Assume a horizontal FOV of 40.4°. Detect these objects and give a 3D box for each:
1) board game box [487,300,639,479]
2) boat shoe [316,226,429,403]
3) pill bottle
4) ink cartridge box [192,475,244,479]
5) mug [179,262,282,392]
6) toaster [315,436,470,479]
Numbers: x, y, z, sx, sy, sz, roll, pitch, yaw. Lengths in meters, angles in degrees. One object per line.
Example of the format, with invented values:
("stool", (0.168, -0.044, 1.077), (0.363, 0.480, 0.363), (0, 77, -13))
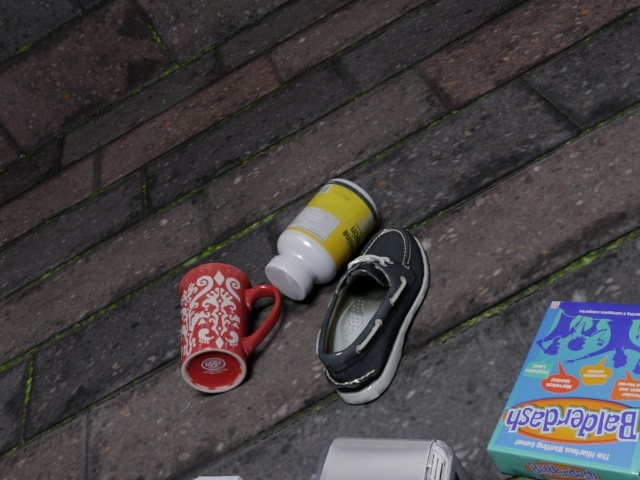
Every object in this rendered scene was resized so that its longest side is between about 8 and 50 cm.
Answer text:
("board game box", (0.287, 0.157, 0.908), (0.160, 0.047, 0.210), (-1, 44, 40))
("boat shoe", (0.072, 0.073, 1.163), (0.114, 0.091, 0.302), (-15, 36, 25))
("pill bottle", (0.000, 0.000, 1.314), (0.103, 0.103, 0.184), (9, 50, 46))
("ink cartridge box", (-0.182, 0.353, 1.045), (0.179, 0.045, 0.145), (-8, 39, 30))
("mug", (-0.141, 0.119, 1.261), (0.150, 0.113, 0.169), (-35, 33, 21))
("toaster", (0.067, 0.292, 0.837), (0.146, 0.129, 0.227), (-12, 36, 25))
